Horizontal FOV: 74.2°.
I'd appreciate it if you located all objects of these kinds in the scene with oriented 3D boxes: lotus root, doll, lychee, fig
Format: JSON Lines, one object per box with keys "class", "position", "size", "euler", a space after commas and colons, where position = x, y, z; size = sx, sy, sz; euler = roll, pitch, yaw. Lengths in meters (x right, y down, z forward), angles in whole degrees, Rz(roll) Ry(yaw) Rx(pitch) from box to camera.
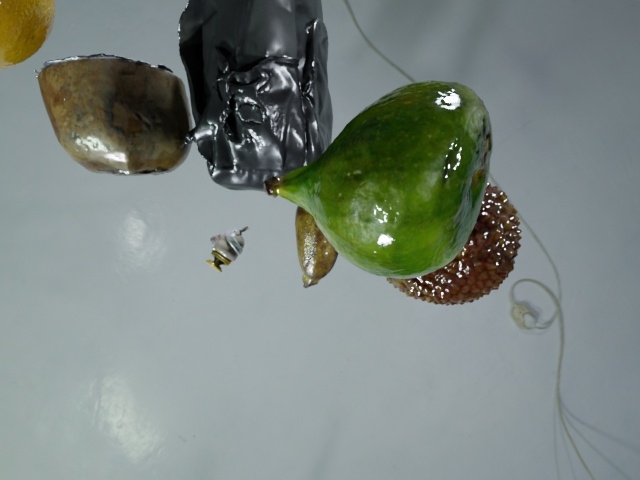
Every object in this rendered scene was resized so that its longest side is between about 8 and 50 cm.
{"class": "lotus root", "position": [-0.375, -0.212, 0.805], "size": [0.273, 0.272, 0.191], "euler": [-7, 92, -3]}
{"class": "doll", "position": [-0.222, 0.008, 1.002], "size": [0.084, 0.073, 0.127], "euler": [30, 73, 16]}
{"class": "lotus root", "position": [0.000, 0.000, 0.788], "size": [0.109, 0.095, 0.190], "euler": [1, 95, -41]}
{"class": "lychee", "position": [0.232, -0.009, 0.801], "size": [0.268, 0.267, 0.266], "euler": [0, 86, -3]}
{"class": "fig", "position": [0.052, -0.070, 0.462], "size": [0.236, 0.203, 0.202], "euler": [16, 84, 31]}

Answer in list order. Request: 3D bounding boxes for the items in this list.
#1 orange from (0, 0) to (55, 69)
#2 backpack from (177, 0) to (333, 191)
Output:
{"class": "orange", "position": [-0.482, -0.338, 0.548], "size": [0.237, 0.236, 0.235], "euler": [0, 86, -3]}
{"class": "backpack", "position": [-0.104, -0.307, 0.738], "size": [0.255, 0.363, 0.444], "euler": [2, 101, 2]}
